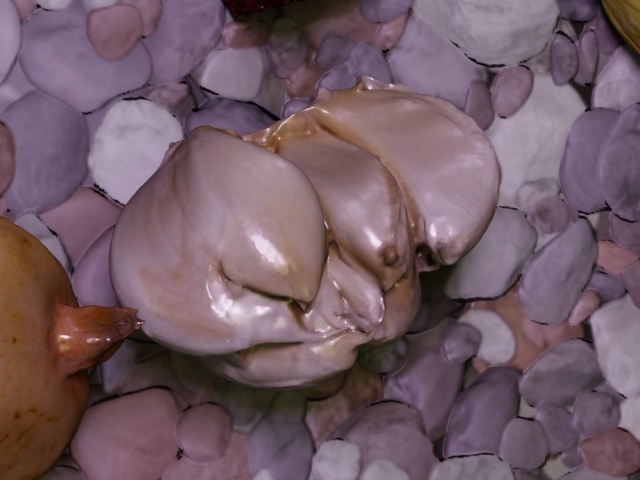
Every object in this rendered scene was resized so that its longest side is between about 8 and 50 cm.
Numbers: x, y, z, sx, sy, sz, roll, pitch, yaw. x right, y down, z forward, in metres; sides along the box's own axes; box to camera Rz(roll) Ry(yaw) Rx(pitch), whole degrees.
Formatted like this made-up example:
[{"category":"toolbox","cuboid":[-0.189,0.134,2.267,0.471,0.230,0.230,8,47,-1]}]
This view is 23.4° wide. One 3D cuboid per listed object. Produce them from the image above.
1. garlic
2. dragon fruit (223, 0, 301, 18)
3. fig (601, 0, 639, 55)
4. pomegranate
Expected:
[{"category":"garlic","cuboid":[-0.007,0.014,1.091,0.281,0.203,0.184,-12,132,-31]},{"category":"dragon fruit","cuboid":[-0.023,-0.233,1.117,0.120,0.161,0.127,-35,108,-13]},{"category":"fig","cuboid":[0.267,-0.211,1.219,0.257,0.159,0.159,19,82,3]},{"category":"pomegranate","cuboid":[-0.247,0.080,1.007,0.207,0.207,0.207,1,87,-16]}]
